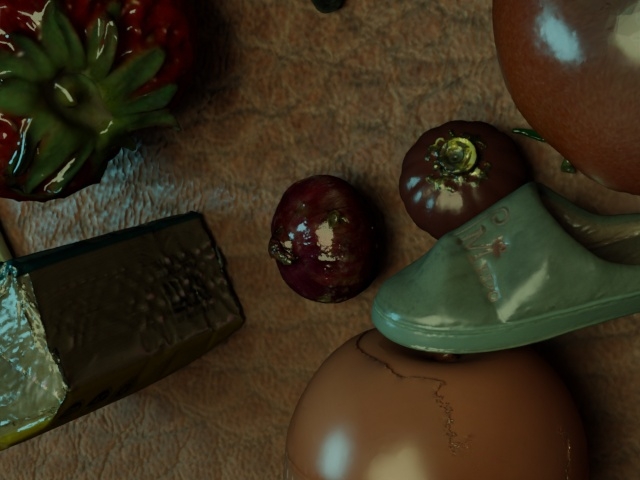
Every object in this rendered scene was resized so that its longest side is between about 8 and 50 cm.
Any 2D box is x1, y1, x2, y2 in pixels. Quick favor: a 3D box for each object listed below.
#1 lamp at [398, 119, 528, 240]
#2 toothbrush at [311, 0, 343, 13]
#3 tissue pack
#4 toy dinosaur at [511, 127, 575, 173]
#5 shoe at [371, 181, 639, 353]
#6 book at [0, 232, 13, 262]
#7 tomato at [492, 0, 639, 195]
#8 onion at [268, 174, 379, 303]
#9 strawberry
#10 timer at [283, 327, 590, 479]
[{"bbox_3d":[0.111,-0.045,1.213,0.101,0.090,0.101,-5,62,10],"label":"lamp"},{"bbox_3d":[-0.061,-0.318,1.313,0.030,0.030,0.297,-30,78,4],"label":"toothbrush"},{"bbox_3d":[-0.214,0.081,1.309,0.192,0.271,0.134,-26,87,30],"label":"tissue pack"},{"bbox_3d":[0.205,-0.080,1.198,0.119,0.029,0.060,16,88,33],"label":"toy dinosaur"},{"bbox_3d":[0.157,0.011,1.140,0.251,0.103,0.100,-11,114,0],"label":"shoe"},{"bbox_3d":[-0.416,0.026,1.550,0.264,0.031,0.379,-31,81,28],"label":"book"},{"bbox_3d":[0.241,-0.154,1.055,0.255,0.224,0.256,-5,79,26],"label":"tomato"},{"bbox_3d":[0.000,0.000,1.280,0.107,0.097,0.107,15,110,48],"label":"onion"},{"bbox_3d":[-0.249,-0.175,1.327,0.277,0.257,0.257,46,119,51],"label":"strawberry"},{"bbox_3d":[0.086,0.178,1.174,0.229,0.229,0.215,10,108,28],"label":"timer"}]
